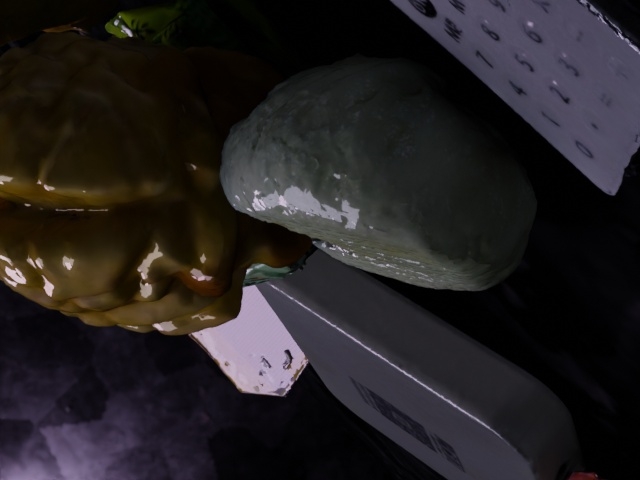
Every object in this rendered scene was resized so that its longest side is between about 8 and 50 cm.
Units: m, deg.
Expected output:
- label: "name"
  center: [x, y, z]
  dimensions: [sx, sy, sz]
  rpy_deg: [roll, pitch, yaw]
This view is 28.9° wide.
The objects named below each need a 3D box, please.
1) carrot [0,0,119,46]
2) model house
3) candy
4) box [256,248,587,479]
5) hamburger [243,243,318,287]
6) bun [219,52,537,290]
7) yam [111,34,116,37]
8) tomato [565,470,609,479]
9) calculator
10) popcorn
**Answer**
- label: "carrot"
  center: [-0.297, -0.270, 1.003]
  dimensions: [0.241, 0.241, 0.340]
  rpy_deg: [38, 166, 38]
- label: "model house"
  center: [-0.066, 0.088, 1.766]
  dimensions: [0.219, 0.207, 0.136]
  rpy_deg: [44, -154, 8]
- label: "candy"
  center: [-0.087, -0.165, 1.025]
  dimensions: [0.149, 0.069, 0.246]
  rpy_deg: [42, 157, -19]
- label: "box"
  center: [0.122, 0.167, 1.339]
  dimensions: [0.373, 0.090, 0.367]
  rpy_deg: [31, 164, 31]
- label: "hamburger"
  center: [-0.078, -0.050, 1.144]
  dimensions: [0.214, 0.235, 0.125]
  rpy_deg: [-1, 135, 33]
- label: "bun"
  center: [0.042, -0.047, 0.805]
  dimensions: [0.204, 0.126, 0.212]
  rpy_deg: [19, 172, 5]
- label: "yam"
  center: [-0.190, -0.200, 1.393]
  dimensions: [0.094, 0.043, 0.043]
  rpy_deg: [47, 170, 5]
- label: "tomato"
  center: [0.309, 0.310, 1.159]
  dimensions: [0.225, 0.085, 0.225]
  rpy_deg: [34, 163, 12]
- label: "calculator"
  center: [0.070, -0.138, 0.637]
  dimensions: [0.262, 0.021, 0.161]
  rpy_deg: [43, 169, 15]
- label: "popcorn"
  center: [-0.162, -0.048, 0.907]
  dimensions: [0.332, 0.225, 0.265]
  rpy_deg: [19, -165, 3]
